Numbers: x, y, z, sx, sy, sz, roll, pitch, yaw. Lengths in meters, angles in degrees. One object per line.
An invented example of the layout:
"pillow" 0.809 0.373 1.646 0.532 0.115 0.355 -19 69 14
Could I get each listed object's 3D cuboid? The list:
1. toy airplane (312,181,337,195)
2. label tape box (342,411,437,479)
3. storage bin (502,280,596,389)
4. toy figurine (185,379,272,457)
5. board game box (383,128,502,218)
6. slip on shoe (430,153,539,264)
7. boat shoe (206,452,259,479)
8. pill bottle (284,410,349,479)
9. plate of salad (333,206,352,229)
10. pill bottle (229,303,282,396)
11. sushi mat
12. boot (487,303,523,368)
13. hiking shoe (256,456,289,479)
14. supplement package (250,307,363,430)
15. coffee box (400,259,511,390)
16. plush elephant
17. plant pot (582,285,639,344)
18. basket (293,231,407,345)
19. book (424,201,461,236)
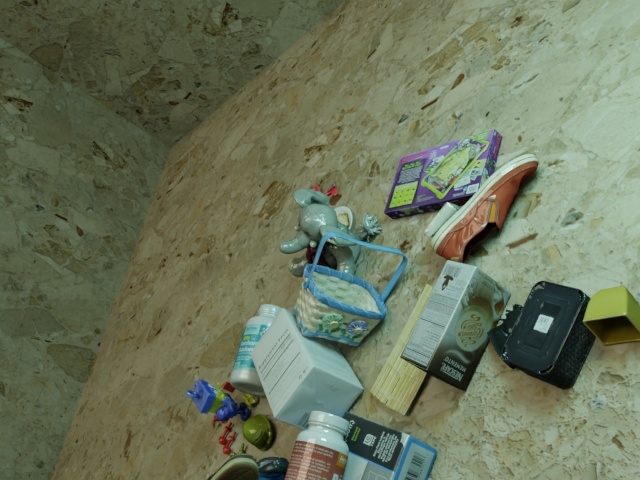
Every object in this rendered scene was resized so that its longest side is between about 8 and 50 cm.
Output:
"toy airplane" 0.010 -0.160 2.231 0.151 0.028 0.151 -34 39 33
"label tape box" 0.078 0.530 1.416 0.333 0.106 0.241 0 61 55
"storage bin" 0.455 0.182 1.221 0.122 0.084 0.180 15 75 59
"toy figurine" -0.316 0.523 1.875 0.191 0.217 0.362 -57 30 -1
"board game box" 0.339 -0.181 1.764 0.346 0.056 0.208 -10 58 51
"slip on shoe" 0.414 -0.072 1.514 0.331 0.123 0.101 -47 66 5
"boat shoe" -0.250 0.627 1.571 0.123 0.123 0.342 -103 31 -52
"pill bottle" -0.008 0.489 1.349 0.121 0.121 0.216 -14 51 49
"plate of salad" 0.028 -0.031 2.067 0.200 0.048 0.200 -35 38 33
"pill bottle" -0.178 0.334 1.923 0.146 0.146 0.264 -21 46 45
"sushi mat" 0.234 0.260 1.515 0.151 0.019 0.317 23 84 59
"boot" 0.410 0.198 1.310 0.099 0.045 0.121 -47 27 19
"hiking shoe" -0.163 0.691 1.628 0.304 0.113 0.132 -55 37 23
"supplement package" -0.046 0.351 1.682 0.175 0.177 0.293 -54 28 10
"coffee box" 0.301 0.188 1.382 0.098 0.141 0.247 14 75 58
"plush elephant" 0.000 0.000 1.853 0.330 0.255 0.272 -47 42 9
"plant pot" 0.545 0.132 1.148 0.081 0.081 0.083 -20 36 46
"basket" 0.074 0.129 1.665 0.289 0.254 0.201 -68 23 17
"book" 0.316 -0.050 1.599 0.035 0.144 0.096 45 106 14
